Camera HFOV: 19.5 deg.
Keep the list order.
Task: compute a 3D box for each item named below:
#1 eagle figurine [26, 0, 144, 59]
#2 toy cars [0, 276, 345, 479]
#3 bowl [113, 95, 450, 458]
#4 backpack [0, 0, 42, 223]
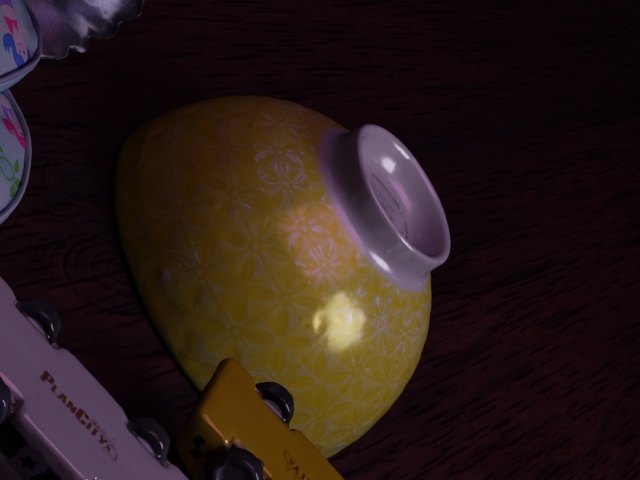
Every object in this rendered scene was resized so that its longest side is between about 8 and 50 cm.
[{"bbox_3d":[-0.229,-0.272,1.246,0.298,0.225,0.226,79,35,-72],"label":"eagle figurine"},{"bbox_3d":[-0.097,0.144,1.109,0.394,0.087,0.176,26,36,-47],"label":"toy cars"},{"bbox_3d":[0.000,0.000,1.364,0.289,0.156,0.289,44,28,-31],"label":"bowl"},{"bbox_3d":[-0.259,-0.093,0.946,0.253,0.191,0.225,65,23,-2],"label":"backpack"}]
